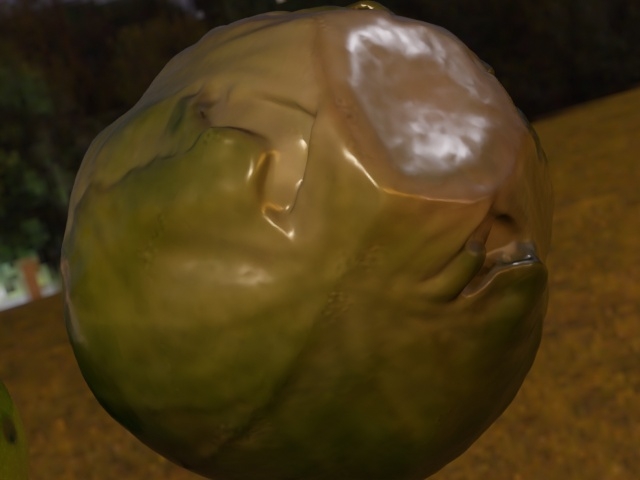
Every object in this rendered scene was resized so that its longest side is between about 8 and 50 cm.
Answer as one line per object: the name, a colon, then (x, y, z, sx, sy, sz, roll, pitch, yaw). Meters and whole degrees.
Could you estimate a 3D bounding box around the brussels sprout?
brussels sprout: (0.000, 0.000, 0.831, 0.219, 0.210, 0.271, 21, -31, -5)

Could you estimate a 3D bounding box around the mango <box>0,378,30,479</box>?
mango: (-0.256, 0.163, 1.090, 0.143, 0.175, 0.293, -31, 20, 22)
